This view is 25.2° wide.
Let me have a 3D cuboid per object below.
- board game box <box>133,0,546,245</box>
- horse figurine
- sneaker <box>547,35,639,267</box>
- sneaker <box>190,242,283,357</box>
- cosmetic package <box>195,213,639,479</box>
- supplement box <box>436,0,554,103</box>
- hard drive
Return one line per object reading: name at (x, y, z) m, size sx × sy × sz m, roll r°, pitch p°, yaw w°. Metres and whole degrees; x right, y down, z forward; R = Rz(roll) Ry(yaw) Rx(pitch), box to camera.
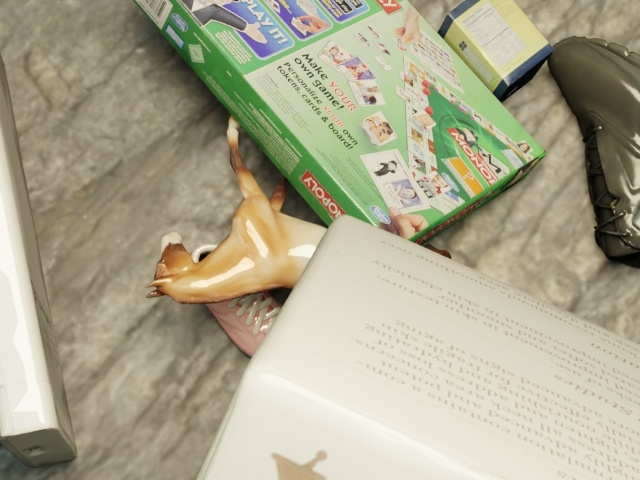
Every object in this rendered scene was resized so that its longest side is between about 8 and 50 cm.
board game box at (0.019, -0.140, 1.216) m, size 0.213 × 0.046 × 0.317 m, roll -30°, pitch 75°, yaw -40°
horse figurine at (0.000, 0.000, 1.179) m, size 0.263 × 0.066 × 0.174 m, roll 19°, pitch 55°, yaw -16°
sneaker at (0.279, -0.052, 1.246) m, size 0.130 × 0.109 × 0.286 m, roll -35°, pitch 79°, yaw -6°
sneaker at (-0.063, 0.053, 1.203) m, size 0.134 × 0.070 × 0.051 m, roll 43°, pitch 73°, yaw 6°
cosmetic package at (0.071, 0.224, 0.952) m, size 0.329 × 0.394 × 0.327 m, roll 25°, pitch 105°, yaw 2°
supplement box at (0.151, -0.172, 1.271) m, size 0.056 × 0.083 × 0.083 m, roll -38°, pitch 84°, yaw -13°
hard drive at (-0.251, -0.009, 1.117) m, size 0.047 × 0.233 × 0.353 m, roll -11°, pitch 77°, yaw -8°
